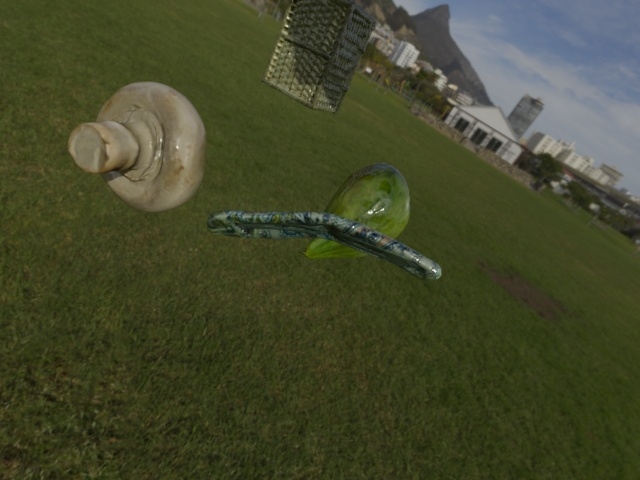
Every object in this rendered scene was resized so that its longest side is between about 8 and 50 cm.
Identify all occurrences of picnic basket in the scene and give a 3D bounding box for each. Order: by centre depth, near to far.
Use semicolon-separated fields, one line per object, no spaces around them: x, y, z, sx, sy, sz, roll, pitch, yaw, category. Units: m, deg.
0.003;-0.373;0.806;0.134;0.196;0.154;31;24;15;picnic basket

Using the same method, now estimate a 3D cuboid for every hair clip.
0.000;-0.002;0.386;0.230;0.036;0.066;12;-20;10;hair clip

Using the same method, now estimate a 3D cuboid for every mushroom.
-0.289;-0.138;0.641;0.206;0.206;0.209;38;48;14;mushroom

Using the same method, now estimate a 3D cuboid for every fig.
0.086;-0.038;0.793;0.167;0.233;0.167;24;-15;7;fig
